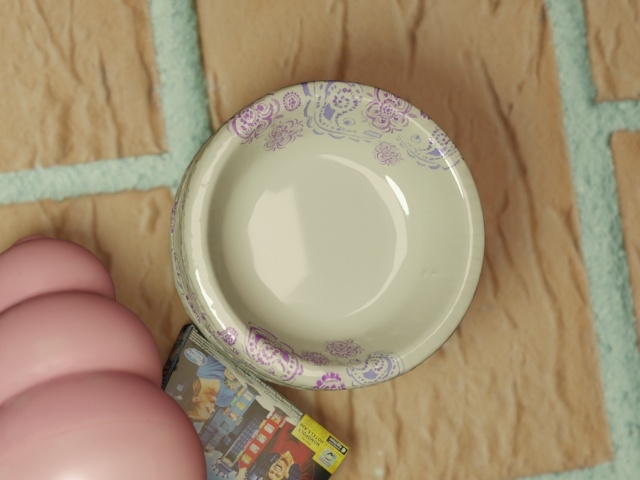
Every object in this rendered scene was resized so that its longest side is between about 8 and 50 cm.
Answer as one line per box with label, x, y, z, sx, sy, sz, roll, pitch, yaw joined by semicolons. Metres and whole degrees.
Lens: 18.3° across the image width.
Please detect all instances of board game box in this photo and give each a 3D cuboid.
board game box;-0.108;0.213;1.867;0.194;0.060;0.194;39;80;-7

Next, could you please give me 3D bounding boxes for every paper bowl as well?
paper bowl;0.000;0.000;1.855;0.284;0.148;0.284;2;83;-14

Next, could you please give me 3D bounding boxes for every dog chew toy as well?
dog chew toy;-0.223;0.141;1.760;0.207;0.206;0.331;-11;58;-13
